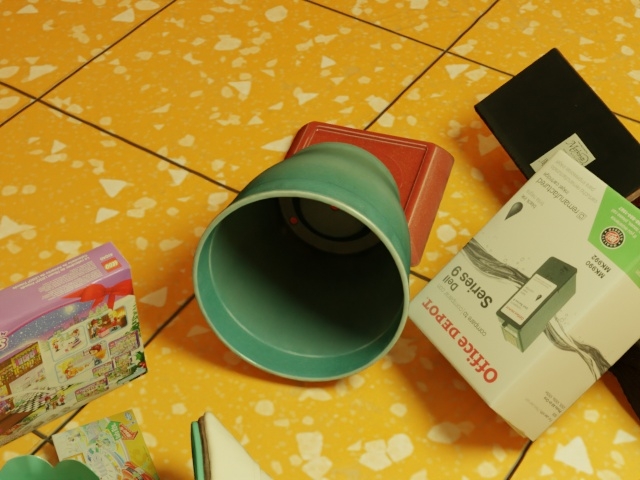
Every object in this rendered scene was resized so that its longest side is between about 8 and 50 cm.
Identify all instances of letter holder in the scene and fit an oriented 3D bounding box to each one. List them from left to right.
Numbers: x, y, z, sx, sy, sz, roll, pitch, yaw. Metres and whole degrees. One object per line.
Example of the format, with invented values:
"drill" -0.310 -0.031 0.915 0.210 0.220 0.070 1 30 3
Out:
"letter holder" 0.391 -0.097 1.696 0.152 0.214 0.302 -36 47 9

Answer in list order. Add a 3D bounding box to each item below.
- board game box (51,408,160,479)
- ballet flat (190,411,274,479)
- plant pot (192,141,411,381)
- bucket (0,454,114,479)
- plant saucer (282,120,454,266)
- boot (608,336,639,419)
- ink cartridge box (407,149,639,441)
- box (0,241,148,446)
"board game box" -0.250 0.281 1.376 0.103 0.026 0.154 -18 47 -16
"ballet flat" -0.063 0.363 1.219 0.139 0.139 0.400 -5 51 -5
"plant pot" 0.000 0.000 1.512 0.271 0.272 0.255 9 31 9
"bucket" -0.288 0.379 1.164 0.281 0.183 0.281 -1 44 1
"plant saucer" 0.053 -0.087 1.740 0.259 0.048 0.258 11 45 13
"boot" 0.507 0.121 1.467 0.284 0.138 0.377 -18 41 -17
"ink cartridge box" 0.276 0.067 1.414 0.289 0.121 0.211 -46 43 4
"box" -0.358 0.143 1.394 0.293 0.201 0.057 -26 50 -25
